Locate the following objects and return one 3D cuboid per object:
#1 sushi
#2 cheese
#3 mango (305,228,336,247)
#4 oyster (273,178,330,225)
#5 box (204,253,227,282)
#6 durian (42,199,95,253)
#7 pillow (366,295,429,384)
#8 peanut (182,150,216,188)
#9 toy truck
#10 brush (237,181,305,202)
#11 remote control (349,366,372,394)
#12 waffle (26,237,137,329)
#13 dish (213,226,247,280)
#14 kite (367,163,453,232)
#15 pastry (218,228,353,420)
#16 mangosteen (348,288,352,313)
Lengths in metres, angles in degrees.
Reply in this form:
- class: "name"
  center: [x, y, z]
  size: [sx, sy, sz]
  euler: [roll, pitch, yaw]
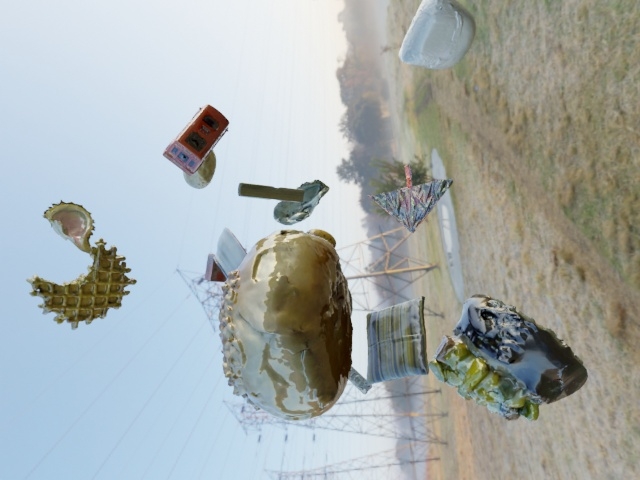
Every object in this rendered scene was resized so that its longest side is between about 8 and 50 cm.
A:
- class: "sushi"
  center: [0.497, 0.341, 1.143]
  size: [0.328, 0.285, 0.329]
  euler: [38, 179, -39]
- class: "cheese"
  center: [0.338, -0.581, 1.190]
  size: [0.154, 0.189, 0.198]
  euler: [-92, 25, -53]
- class: "mango"
  center: [0.000, 0.000, 1.443]
  size: [0.057, 0.114, 0.078]
  euler: [-75, 8, -53]
- class: "oyster"
  center: [-0.086, -0.168, 1.811]
  size: [0.087, 0.200, 0.251]
  euler: [81, -156, -61]
- class: "box"
  center: [-0.543, 0.147, 2.212]
  size: [0.111, 0.060, 0.156]
  euler: [10, -93, -50]
- class: "durian"
  center: [-0.844, -0.031, 1.442]
  size: [0.140, 0.078, 0.224]
  euler: [-32, -91, -46]
- class: "pillow"
  center: [0.200, 0.270, 1.128]
  size: [0.052, 0.212, 0.208]
  euler: [27, -128, -32]
- class: "peanut"
  center: [-0.405, -0.248, 1.408]
  size: [0.159, 0.109, 0.140]
  euler: [105, 179, -46]
- class: "toy truck"
  center: [-0.349, -0.313, 1.236]
  size: [0.108, 0.114, 0.252]
  euler: [38, -132, -20]
- class: "brush"
  center: [-0.184, -0.180, 1.574]
  size: [0.048, 0.283, 0.054]
  euler: [27, 110, 50]
- class: "remote control"
  center: [0.128, 0.541, 1.685]
  size: [0.184, 0.050, 0.027]
  euler: [37, 164, 32]
- class: "waffle"
  center: [-0.757, 0.156, 1.370]
  size: [0.293, 0.069, 0.259]
  euler: [-39, -52, -27]
- class: "dish"
  center: [-0.256, 0.091, 1.277]
  size: [0.260, 0.085, 0.260]
  euler: [51, 163, 23]
- class: "kite"
  center: [0.216, -0.105, 1.039]
  size: [0.009, 0.232, 0.189]
  euler: [27, -121, -49]
- class: "pastry"
  center: [-0.070, 0.180, 0.909]
  size: [0.409, 0.245, 0.409]
  euler: [-6, -90, -75]
- class: "mangosteen"
  center: [-0.009, 0.241, 1.487]
  size: [0.297, 0.293, 0.296]
  euler: [-4, -85, -50]
